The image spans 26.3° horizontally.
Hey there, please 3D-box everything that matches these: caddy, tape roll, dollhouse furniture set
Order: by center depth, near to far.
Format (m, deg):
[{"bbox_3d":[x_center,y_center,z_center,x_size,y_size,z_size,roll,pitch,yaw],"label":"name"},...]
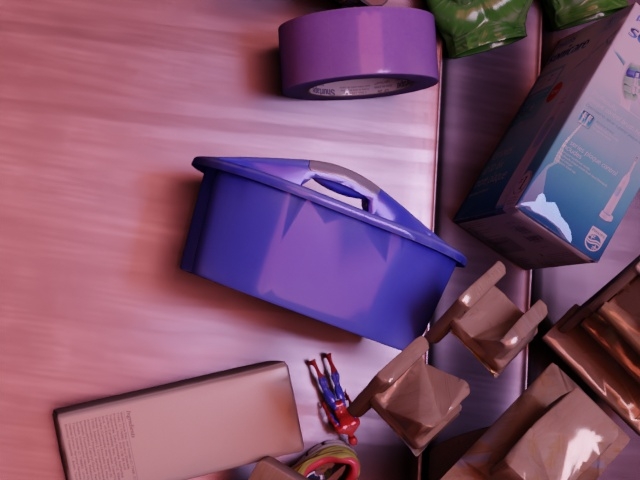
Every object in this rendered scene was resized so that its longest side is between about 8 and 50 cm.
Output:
[{"bbox_3d":[0.272,0.204,1.515,0.362,0.256,0.394,45,63,8],"label":"dollhouse furniture set"},{"bbox_3d":[0.000,0.000,1.585,0.341,0.241,0.179,21,86,-13],"label":"caddy"},{"bbox_3d":[0.045,-0.221,1.635,0.189,0.189,0.080,-3,88,-14],"label":"tape roll"}]

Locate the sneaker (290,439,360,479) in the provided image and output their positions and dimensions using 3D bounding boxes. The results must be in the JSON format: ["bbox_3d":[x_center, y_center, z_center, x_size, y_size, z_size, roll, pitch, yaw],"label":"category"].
[{"bbox_3d":[-0.035,0.313,1.628,0.208,0.094,0.081,-42,97,-12],"label":"sneaker"}]

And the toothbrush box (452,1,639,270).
[{"bbox_3d":[0.317,-0.120,1.683,0.126,0.216,0.295,35,80,-10],"label":"toothbrush box"}]

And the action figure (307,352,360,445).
[{"bbox_3d":[0.020,0.197,1.679,0.038,0.030,0.115,-19,79,-19],"label":"action figure"}]

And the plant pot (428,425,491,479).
[{"bbox_3d":[0.224,0.345,1.635,0.263,0.263,0.229,-9,71,-14],"label":"plant pot"}]

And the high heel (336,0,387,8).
[{"bbox_3d":[-0.028,-0.366,1.630,0.261,0.186,0.093,40,97,-11],"label":"high heel"}]

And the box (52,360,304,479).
[{"bbox_3d":[-0.167,0.221,1.601,0.275,0.094,0.113,-10,89,-15],"label":"box"}]

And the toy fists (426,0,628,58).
[{"bbox_3d":[0.265,-0.334,1.746,0.279,0.096,0.142,-18,89,-13],"label":"toy fists"}]

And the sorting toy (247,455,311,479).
[{"bbox_3d":[-0.024,0.421,1.537,0.255,0.089,0.257,29,104,12],"label":"sorting toy"}]
